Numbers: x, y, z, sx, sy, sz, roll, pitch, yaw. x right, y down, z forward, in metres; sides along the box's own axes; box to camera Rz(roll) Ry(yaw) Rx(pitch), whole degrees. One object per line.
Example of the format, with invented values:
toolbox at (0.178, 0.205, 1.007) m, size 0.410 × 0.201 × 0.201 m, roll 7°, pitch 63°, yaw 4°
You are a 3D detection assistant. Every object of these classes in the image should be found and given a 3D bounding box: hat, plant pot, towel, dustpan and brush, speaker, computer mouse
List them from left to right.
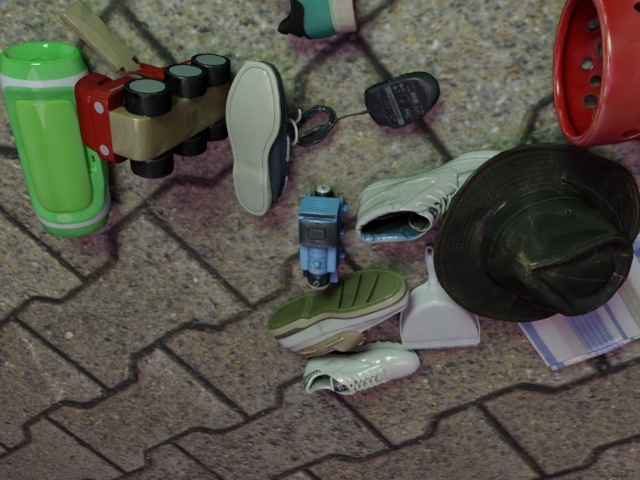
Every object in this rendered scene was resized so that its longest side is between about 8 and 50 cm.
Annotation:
speaker at (-0.421, -0.156, 0.878) m, size 0.131 × 0.131 × 0.297 m, roll 9°, pitch 125°, yaw 5°
computer mouse at (0.063, -0.195, 0.815) m, size 0.241 × 0.041 × 0.071 m, roll -11°, pitch 120°, yaw 26°
dustpan and brush at (0.208, 0.104, 0.978) m, size 0.147 × 0.060 × 0.211 m, roll -6°, pitch 129°, yaw 13°
hat at (0.335, 0.027, 0.775) m, size 0.330 × 0.134 × 0.332 m, roll -4°, pitch 121°, yaw -7°
towel at (0.480, 0.105, 0.932) m, size 0.285 × 0.034 × 0.209 m, roll -31°, pitch 111°, yaw 25°
plant pot at (0.389, -0.213, 0.641) m, size 0.173 × 0.191 × 0.191 m, roll -3°, pitch 123°, yaw 10°

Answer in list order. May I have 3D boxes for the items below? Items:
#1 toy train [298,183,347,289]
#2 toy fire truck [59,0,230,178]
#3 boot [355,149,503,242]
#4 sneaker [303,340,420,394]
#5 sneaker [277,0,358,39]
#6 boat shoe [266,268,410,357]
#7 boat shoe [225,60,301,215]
toy train at (0.000, 0.000, 0.911) m, size 0.080 × 0.105 × 0.184 m, roll 6°, pitch 124°, yaw 7°
toy fire truck at (-0.274, -0.224, 0.762) m, size 0.246 × 0.217 × 0.159 m, roll 19°, pitch 127°, yaw 16°
boot at (0.178, -0.055, 0.827) m, size 0.258 × 0.123 × 0.095 m, roll -15°, pitch 120°, yaw 20°
sneaker at (0.082, 0.264, 1.080) m, size 0.234 × 0.095 × 0.090 m, roll -8°, pitch 120°, yaw 15°
sneaker at (-0.035, -0.394, 0.651) m, size 0.120 × 0.108 × 0.302 m, roll -7°, pitch 123°, yaw 11°
boat shoe at (0.044, 0.140, 1.001) m, size 0.302 × 0.113 × 0.103 m, roll -21°, pitch 119°, yaw 35°
boat shoe at (-0.083, -0.156, 0.831) m, size 0.095 × 0.079 × 0.255 m, roll 20°, pitch 132°, yaw 23°
